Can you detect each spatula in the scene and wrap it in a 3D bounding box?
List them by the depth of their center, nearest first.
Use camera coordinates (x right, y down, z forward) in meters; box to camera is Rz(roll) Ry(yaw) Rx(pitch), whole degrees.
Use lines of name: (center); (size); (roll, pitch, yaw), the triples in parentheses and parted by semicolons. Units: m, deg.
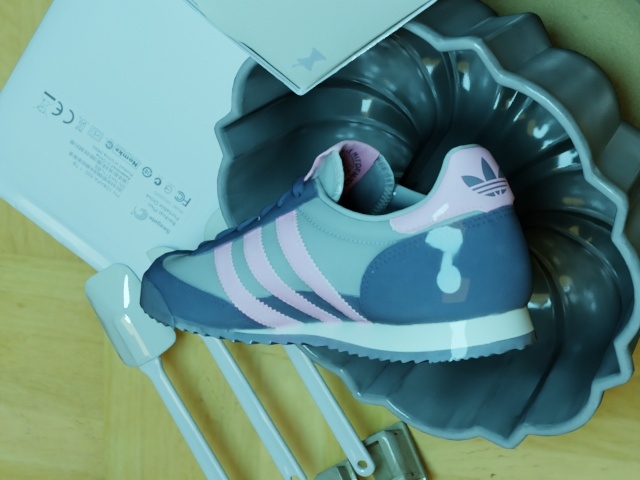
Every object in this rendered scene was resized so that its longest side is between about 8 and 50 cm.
spatula: (-0.072, 0.106, 1.027); (0.168, 0.019, 0.242); (-28, 96, 20)

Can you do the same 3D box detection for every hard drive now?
hard drive: (-0.122, -0.124, 1.007); (0.210, 0.040, 0.319); (37, 112, 2)

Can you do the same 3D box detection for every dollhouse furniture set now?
dollhouse furniture set: (0.027, 0.260, 1.069); (0.182, 0.101, 0.161); (-29, 72, 21)

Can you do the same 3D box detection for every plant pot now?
plant pot: (0.152, -0.103, 0.903); (0.236, 0.032, 0.236); (21, 131, 26)

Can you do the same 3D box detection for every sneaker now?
sneaker: (0.000, 0.000, 0.839); (0.319, 0.112, 0.131); (1, 99, 40)

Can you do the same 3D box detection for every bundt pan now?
bundt pan: (0.092, -0.025, 0.891); (0.331, 0.124, 0.331); (22, 131, 27)

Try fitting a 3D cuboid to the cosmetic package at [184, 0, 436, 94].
cosmetic package: (-0.045, -0.259, 0.794); (0.113, 0.309, 0.160); (-33, 139, 20)
